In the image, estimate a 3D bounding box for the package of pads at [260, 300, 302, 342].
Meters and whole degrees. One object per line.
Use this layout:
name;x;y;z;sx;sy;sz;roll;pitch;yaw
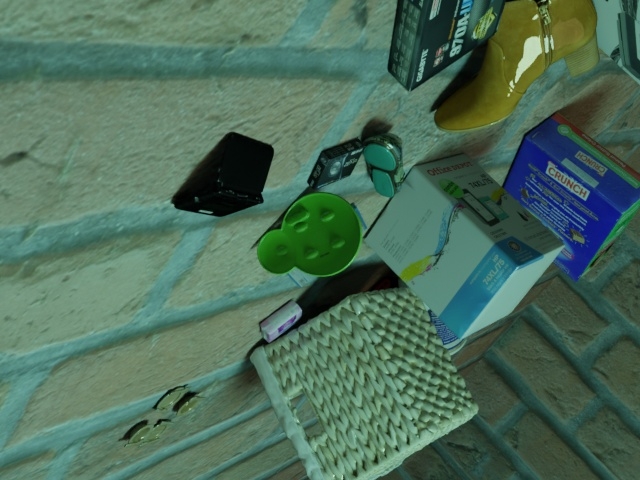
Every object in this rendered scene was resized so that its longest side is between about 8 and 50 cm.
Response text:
package of pads;-0.075;0.152;1.763;0.083;0.032;0.050;-36;162;-17

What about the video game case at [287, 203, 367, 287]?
video game case;0.009;0.012;1.662;0.166;0.015;0.119;-42;160;-3

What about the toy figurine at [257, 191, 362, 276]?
toy figurine;0.000;0.000;1.511;0.173;0.130;0.159;-24;173;13

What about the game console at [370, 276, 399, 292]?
game console;0.126;0.226;2.257;0.342;0.060;0.386;-48;160;14

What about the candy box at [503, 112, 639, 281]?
candy box;0.556;-0.093;2.109;0.122;0.268;0.317;-40;161;-22

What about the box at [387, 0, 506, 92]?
box;0.180;-0.320;1.253;0.175;0.051;0.220;-36;159;-19

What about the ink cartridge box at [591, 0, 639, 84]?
ink cartridge box;0.528;-0.344;1.365;0.166;0.395;0.285;-40;160;-1

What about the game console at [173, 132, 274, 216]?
game console;-0.124;-0.082;1.224;0.107;0.071;0.122;-18;168;22

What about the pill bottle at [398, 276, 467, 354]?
pill bottle;0.250;0.126;2.074;0.153;0.153;0.265;-34;140;-23

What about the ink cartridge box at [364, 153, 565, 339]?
ink cartridge box;0.266;0.005;1.757;0.198;0.270;0.197;-18;147;-49

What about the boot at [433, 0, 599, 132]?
boot;0.279;-0.297;1.445;0.295;0.104;0.211;-24;141;15

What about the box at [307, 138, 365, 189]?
box;0.024;-0.116;1.424;0.083;0.018;0.067;-24;153;-41

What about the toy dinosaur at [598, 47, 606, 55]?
toy dinosaur;0.529;-0.391;1.639;0.295;0.127;0.200;-33;160;-2

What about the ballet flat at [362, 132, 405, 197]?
ballet flat;0.105;-0.136;1.496;0.070;0.070;0.188;-39;162;-11

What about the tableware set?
tableware set;-0.289;0.331;1.741;0.168;0.020;0.141;-45;160;7

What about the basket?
basket;0.100;0.291;1.866;0.266;0.328;0.331;-34;164;23
